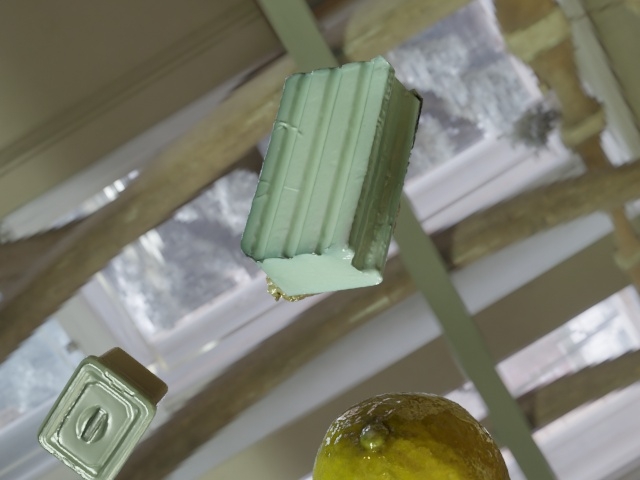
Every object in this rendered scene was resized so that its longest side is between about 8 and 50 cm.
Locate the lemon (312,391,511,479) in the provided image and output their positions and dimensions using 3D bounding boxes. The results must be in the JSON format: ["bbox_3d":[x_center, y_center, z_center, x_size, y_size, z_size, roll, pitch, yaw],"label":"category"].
[{"bbox_3d":[0.144,0.410,2.190,0.364,0.364,0.364,59,-178,-3],"label":"lemon"}]

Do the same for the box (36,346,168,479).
[{"bbox_3d":[-0.208,0.167,1.256,0.089,0.122,0.062,36,-154,4],"label":"box"}]

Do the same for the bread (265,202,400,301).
[{"bbox_3d":[0.000,0.000,2.005,0.109,0.185,0.380,26,-166,21],"label":"bread"}]

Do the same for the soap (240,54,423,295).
[{"bbox_3d":[0.015,-0.072,1.398,0.094,0.150,0.261,46,-131,-44],"label":"soap"}]
